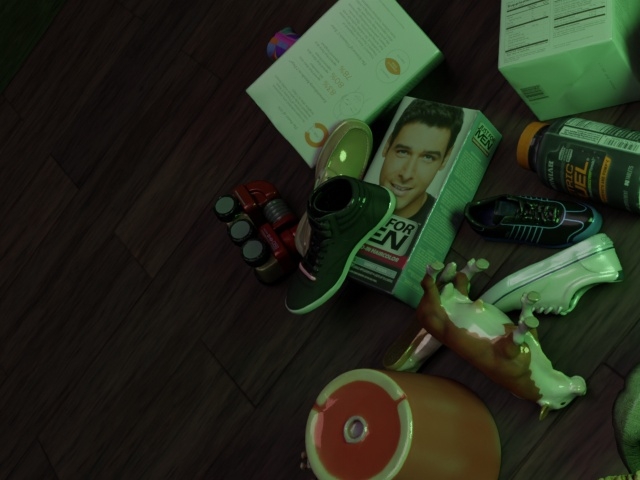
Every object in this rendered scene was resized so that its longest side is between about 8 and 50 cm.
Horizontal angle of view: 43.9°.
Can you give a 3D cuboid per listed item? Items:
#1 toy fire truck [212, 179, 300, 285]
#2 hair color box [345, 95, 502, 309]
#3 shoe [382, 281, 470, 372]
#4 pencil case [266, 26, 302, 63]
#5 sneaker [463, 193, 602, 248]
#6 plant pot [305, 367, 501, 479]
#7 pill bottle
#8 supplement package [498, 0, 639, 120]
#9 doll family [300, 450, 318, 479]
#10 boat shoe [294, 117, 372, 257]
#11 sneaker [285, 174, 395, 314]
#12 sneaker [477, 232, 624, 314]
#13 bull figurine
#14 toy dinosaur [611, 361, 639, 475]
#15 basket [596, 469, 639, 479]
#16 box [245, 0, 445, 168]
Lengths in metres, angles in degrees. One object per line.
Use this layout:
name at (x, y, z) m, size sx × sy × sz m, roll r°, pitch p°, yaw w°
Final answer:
toy fire truck at (-0.084, -0.062, 1.710) m, size 0.246 × 0.158 × 0.217 m, roll -33°, pitch 56°, yaw -4°
hair color box at (0.175, -0.077, 1.521) m, size 0.185 × 0.113 × 0.374 m, roll 21°, pitch 82°, yaw 42°
shoe at (0.201, 0.158, 1.435) m, size 0.219 × 0.058 × 0.076 m, roll -50°, pitch 18°, yaw 2°
pencil case at (-0.027, -0.424, 1.850) m, size 0.236 × 0.104 × 0.104 m, roll 34°, pitch 92°, yaw 43°
sneaker at (0.361, -0.038, 1.375) m, size 0.232 × 0.090 × 0.081 m, roll -3°, pitch 67°, yaw 37°
plant pot at (0.120, 0.329, 1.284) m, size 0.275 × 0.243 × 0.275 m, roll -17°, pitch 60°, yaw 31°
pill bottle at (0.453, -0.133, 1.325) m, size 0.246 × 0.130 × 0.130 m, roll 23°, pitch 84°, yaw 42°
supplement package at (0.447, -0.388, 1.402) m, size 0.198 × 0.199 × 0.262 m, roll -8°, pitch 65°, yaw 35°
doll family at (0.019, 0.432, 1.430) m, size 0.111 × 0.076 × 0.193 m, roll -7°, pitch 70°, yaw 30°
boat shoe at (0.033, -0.091, 1.571) m, size 0.098 × 0.109 × 0.302 m, roll -120°, pitch 50°, yaw -68°
sneaker at (0.000, 0.000, 1.447) m, size 0.295 × 0.147 × 0.104 m, roll -52°, pitch 50°, yaw 8°
sneaker at (0.373, 0.084, 1.311) m, size 0.258 × 0.094 × 0.091 m, roll -33°, pitch 69°, yaw 30°
bull figurine at (0.281, 0.150, 1.272) m, size 0.310 × 0.188 × 0.101 m, roll 29°, pitch 45°, yaw 31°
toy dinosaur at (0.467, 0.224, 1.125) m, size 0.313 × 0.160 × 0.121 m, roll -53°, pitch 48°, yaw 4°
basket at (0.446, 0.411, 0.961) m, size 0.213 × 0.299 × 0.223 m, roll -21°, pitch 55°, yaw 27°
box at (0.055, -0.343, 1.643) m, size 0.345 × 0.168 × 0.215 m, roll -41°, pitch 88°, yaw 14°
